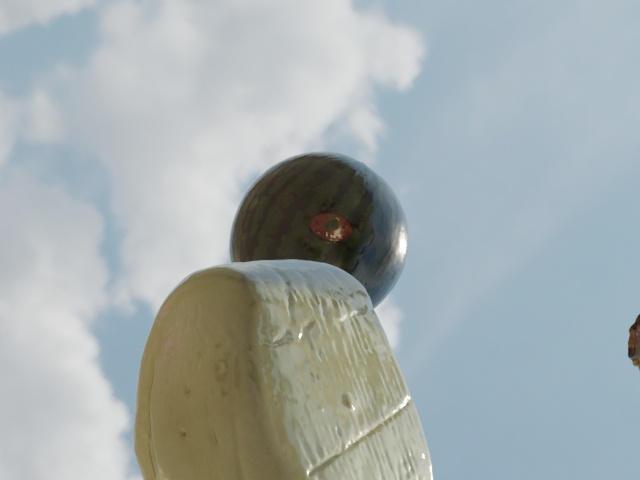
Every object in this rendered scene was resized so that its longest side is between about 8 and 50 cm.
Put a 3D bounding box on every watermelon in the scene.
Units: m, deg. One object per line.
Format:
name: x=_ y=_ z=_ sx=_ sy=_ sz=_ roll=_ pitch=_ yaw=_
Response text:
watermelon: x=0.000 y=0.000 z=2.164 sx=0.212 sy=0.212 sz=0.212 roll=-26 pitch=-136 yaw=27

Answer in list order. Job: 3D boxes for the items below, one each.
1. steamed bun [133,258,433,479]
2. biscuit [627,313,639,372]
steamed bun: x=-0.037 y=0.140 z=1.296 sx=0.155 sy=0.200 sz=0.250 roll=-21 pitch=-94 yaw=30
biscuit: x=0.388 y=0.076 z=1.701 sx=0.232 sy=0.237 sz=0.013 roll=-51 pitch=-143 yaw=-15
